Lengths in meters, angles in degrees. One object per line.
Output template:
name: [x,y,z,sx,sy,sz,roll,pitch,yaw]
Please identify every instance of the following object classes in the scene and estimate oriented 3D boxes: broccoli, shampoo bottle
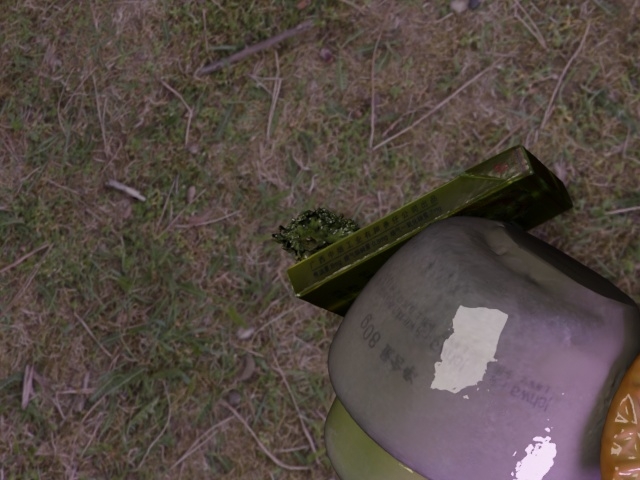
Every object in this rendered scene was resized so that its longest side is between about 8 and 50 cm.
broccoli: [0.000,0.000,1.708,0.097,0.092,0.095,47,113,-3]
shampoo bottle: [0.171,0.144,1.445,0.322,0.322,0.317,34,113,29]

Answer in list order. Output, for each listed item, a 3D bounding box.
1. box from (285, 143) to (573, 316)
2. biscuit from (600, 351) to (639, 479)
box: [0.130,-0.003,1.598,0.311,0.173,0.043,-29,67,18]
biscuit: [0.383,0.248,1.308,0.204,0.040,0.309,-39,88,-16]
